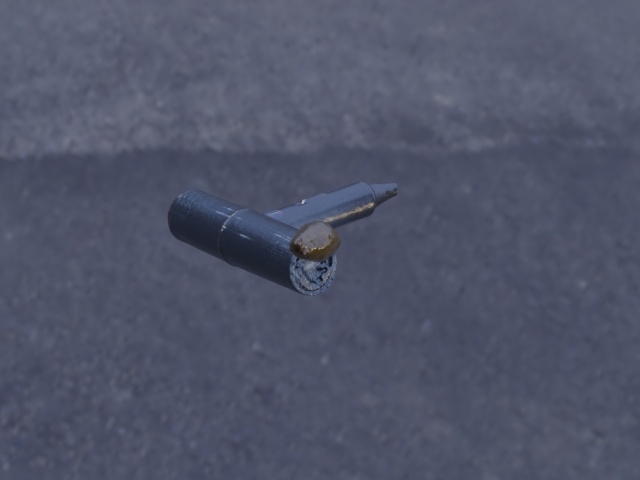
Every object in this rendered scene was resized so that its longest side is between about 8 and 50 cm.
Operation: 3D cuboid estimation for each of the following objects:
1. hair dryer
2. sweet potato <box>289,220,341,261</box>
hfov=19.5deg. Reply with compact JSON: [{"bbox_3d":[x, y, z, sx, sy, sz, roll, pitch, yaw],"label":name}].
[{"bbox_3d":[0.006,-0.015,1.460,0.195,0.050,0.173,-14,24,-32],"label":"hair dryer"},{"bbox_3d":[0.000,0.000,1.115,0.026,0.026,0.115,29,5,7],"label":"sweet potato"}]
